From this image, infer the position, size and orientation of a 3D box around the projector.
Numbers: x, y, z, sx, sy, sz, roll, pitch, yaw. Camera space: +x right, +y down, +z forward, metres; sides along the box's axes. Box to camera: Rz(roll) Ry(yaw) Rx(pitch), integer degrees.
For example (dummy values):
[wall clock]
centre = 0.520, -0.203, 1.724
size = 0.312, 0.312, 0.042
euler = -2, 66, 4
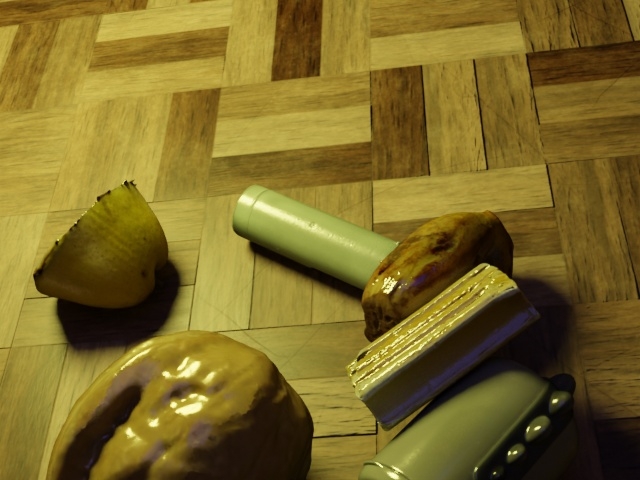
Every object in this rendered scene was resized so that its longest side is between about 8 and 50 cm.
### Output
[projector]
centre = 0.000, 0.000, 1.742
size = 0.338, 0.108, 0.108
euler = 23, 58, 28

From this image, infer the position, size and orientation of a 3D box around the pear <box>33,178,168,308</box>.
[pear]
centre = -0.370, 0.038, 1.753
size = 0.178, 0.267, 0.267
euler = 40, 65, 9

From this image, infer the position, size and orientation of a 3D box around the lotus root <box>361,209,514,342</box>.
[lotus root]
centre = 0.207, 0.070, 1.591
size = 0.193, 0.193, 0.291
euler = 33, 63, 33

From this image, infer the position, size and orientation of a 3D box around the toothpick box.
[toothpick box]
centre = 0.231, 0.298, 1.356
size = 0.229, 0.229, 0.316
euler = 33, 63, 33

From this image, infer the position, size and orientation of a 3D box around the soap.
[soap]
centre = 0.172, 0.150, 1.418
size = 0.274, 0.089, 0.173
euler = -37, 8, 1

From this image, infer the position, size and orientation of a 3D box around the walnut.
[walnut]
centre = -0.195, 0.310, 1.385
size = 0.384, 0.383, 0.383
euler = -6, 49, 7
